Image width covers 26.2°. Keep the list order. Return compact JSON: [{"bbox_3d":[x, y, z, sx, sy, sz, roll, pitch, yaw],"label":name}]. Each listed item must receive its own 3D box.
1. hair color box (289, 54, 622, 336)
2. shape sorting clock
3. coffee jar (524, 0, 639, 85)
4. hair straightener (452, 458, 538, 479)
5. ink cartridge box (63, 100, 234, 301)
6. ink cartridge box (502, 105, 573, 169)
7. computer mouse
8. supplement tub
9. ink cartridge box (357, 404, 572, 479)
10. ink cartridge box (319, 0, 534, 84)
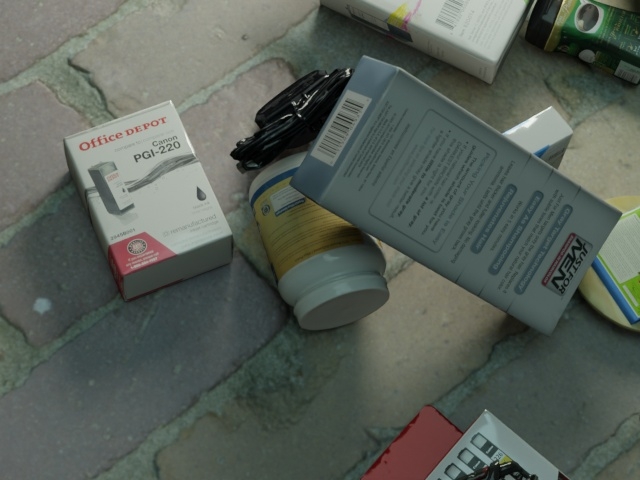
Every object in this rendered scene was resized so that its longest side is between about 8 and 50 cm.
[{"bbox_3d":[0.170,-0.051,1.695,0.374,0.113,0.185,29,93,-25],"label":"hair color box"},{"bbox_3d":[0.432,0.032,1.843,0.206,0.040,0.206,1,63,-2],"label":"shape sorting clock"},{"bbox_3d":[0.389,-0.296,1.963,0.184,0.079,0.096,22,74,5],"label":"coffee jar"},{"bbox_3d":[0.149,0.318,1.560,0.230,0.047,0.089,-19,67,-15],"label":"hair straightener"},{"bbox_3d":[-0.225,-0.054,1.805,0.158,0.092,0.218,-21,68,-13],"label":"ink cartridge box"},{"bbox_3d":[0.280,-0.113,1.852,0.088,0.122,0.052,-29,68,-16],"label":"ink cartridge box"},{"bbox_3d":[-0.025,-0.157,1.800,0.188,0.272,0.072,-36,101,5],"label":"computer mouse"},{"bbox_3d":[0.000,0.000,1.768,0.144,0.144,0.200,-15,68,-10],"label":"supplement tub"},{"bbox_3d":[0.142,0.367,1.627,0.272,0.130,0.309,39,70,13],"label":"ink cartridge box"},{"bbox_3d":[0.129,-0.393,1.937,0.353,0.119,0.207,27,86,7],"label":"ink cartridge box"}]
